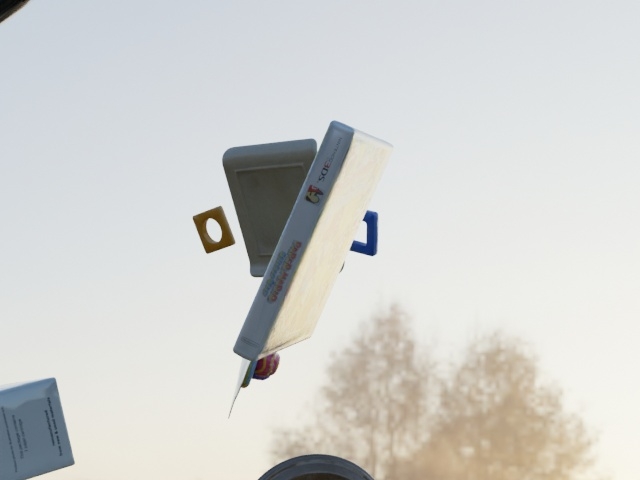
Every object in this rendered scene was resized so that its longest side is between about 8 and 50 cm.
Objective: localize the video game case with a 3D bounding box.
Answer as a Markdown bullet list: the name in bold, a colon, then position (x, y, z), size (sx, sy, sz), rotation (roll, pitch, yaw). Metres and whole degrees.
- **video game case**: position (0.000, 0.000, 1.139), size (0.026, 0.206, 0.227), rotation (24, 5, 10)

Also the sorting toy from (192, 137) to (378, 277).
- **sorting toy**: position (-0.049, -0.047, 1.852), size (0.347, 0.196, 0.047), rotation (-2, 14, 40)

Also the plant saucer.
- **plant saucer**: position (-0.009, 0.512, 2.253), size (0.278, 0.278, 0.041), rotation (7, 7, -8)

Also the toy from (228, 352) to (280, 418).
- **toy**: position (-0.083, 0.156, 1.883), size (0.056, 0.137, 0.237), rotation (14, -36, -2)

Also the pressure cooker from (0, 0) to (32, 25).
- **pressure cooker**: position (-0.336, -0.297, 0.776), size (0.370, 0.420, 0.375), rotation (-17, 10, 28)

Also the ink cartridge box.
- **ink cartridge box**: position (-0.353, 0.193, 1.176), size (0.208, 0.087, 0.153), rotation (-13, -1, -33)
